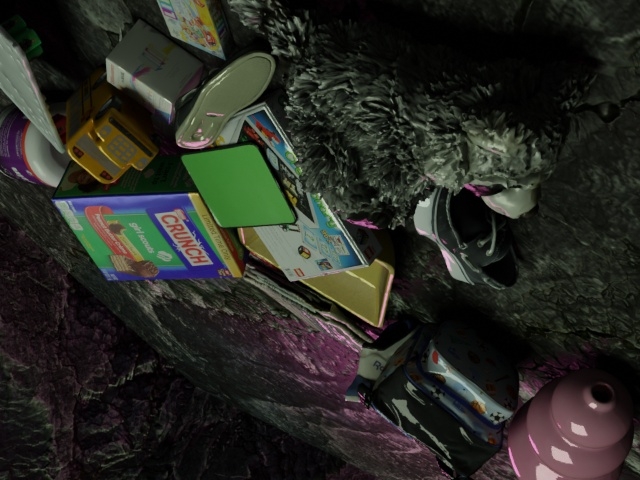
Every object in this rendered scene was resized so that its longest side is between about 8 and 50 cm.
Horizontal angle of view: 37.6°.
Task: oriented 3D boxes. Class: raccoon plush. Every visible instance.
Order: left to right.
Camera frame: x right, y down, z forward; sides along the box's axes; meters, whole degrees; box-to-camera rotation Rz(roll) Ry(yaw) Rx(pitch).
[{"bbox_3d":[0.065,-0.187,1.005,0.446,0.216,0.299,39,153,-11],"label":"raccoon plush"}]

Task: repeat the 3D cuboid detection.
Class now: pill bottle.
[{"bbox_3d":[-0.609,-0.213,2.052,0.323,0.182,0.181,10,150,50],"label":"pill bottle"}]

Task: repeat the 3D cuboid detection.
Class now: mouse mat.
[{"bbox_3d":[-0.133,-0.084,1.503,0.189,0.007,0.153,-3,124,42],"label":"mouse mat"}]

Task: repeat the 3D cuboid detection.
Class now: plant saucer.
[{"bbox_3d":[0.000,0.000,1.713,0.332,0.081,0.333,31,161,12],"label":"plant saucer"}]

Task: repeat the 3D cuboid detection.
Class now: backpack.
[{"bbox_3d":[0.235,0.267,1.726,0.276,0.213,0.263,43,-161,-4],"label":"backpack"}]

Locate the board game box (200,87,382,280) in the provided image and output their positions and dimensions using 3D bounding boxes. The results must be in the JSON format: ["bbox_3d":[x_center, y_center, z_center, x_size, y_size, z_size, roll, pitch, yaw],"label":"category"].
[{"bbox_3d":[-0.055,-0.078,1.491,0.193,0.053,0.305,-13,117,46],"label":"board game box"}]

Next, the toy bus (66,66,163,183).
[{"bbox_3d":[-0.362,-0.200,1.614,0.108,0.130,0.333,44,-172,-27],"label":"toy bus"}]

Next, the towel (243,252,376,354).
[{"bbox_3d":[-0.007,0.163,2.038,0.312,0.056,0.324,29,169,44],"label":"towel"}]

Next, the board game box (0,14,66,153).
[{"bbox_3d":[-0.608,-0.382,1.715,0.390,0.050,0.390,46,163,12],"label":"board game box"}]

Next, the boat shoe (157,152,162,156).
[{"bbox_3d":[-0.356,-0.122,1.990,0.089,0.105,0.285,23,163,8],"label":"boat shoe"}]

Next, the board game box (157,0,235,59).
[{"bbox_3d":[-0.182,-0.327,1.316,0.103,0.026,0.154,27,160,21],"label":"board game box"}]

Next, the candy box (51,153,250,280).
[{"bbox_3d":[-0.325,-0.041,1.877,0.317,0.122,0.268,-3,140,17],"label":"candy box"}]

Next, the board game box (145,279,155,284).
[{"bbox_3d":[-0.444,-0.010,2.333,0.030,0.136,0.260,21,156,30],"label":"board game box"}]

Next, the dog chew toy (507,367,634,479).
[{"bbox_3d":[0.439,0.325,1.605,0.206,0.207,0.332,29,152,15],"label":"dog chew toy"}]

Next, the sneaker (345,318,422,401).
[{"bbox_3d":[0.208,0.257,1.922,0.315,0.182,0.127,10,173,-24],"label":"sneaker"}]

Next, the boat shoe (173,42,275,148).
[{"bbox_3d":[-0.148,-0.223,1.375,0.084,0.079,0.233,11,149,-35],"label":"boat shoe"}]

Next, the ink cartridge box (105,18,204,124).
[{"bbox_3d":[-0.272,-0.272,1.496,0.143,0.090,0.092,34,161,-1],"label":"ink cartridge box"}]

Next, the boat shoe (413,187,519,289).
[{"bbox_3d":[0.213,-0.012,1.295,0.102,0.108,0.301,20,160,30],"label":"boat shoe"}]

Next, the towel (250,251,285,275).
[{"bbox_3d":[-0.187,-0.008,2.077,0.274,0.031,0.199,27,160,22],"label":"towel"}]
